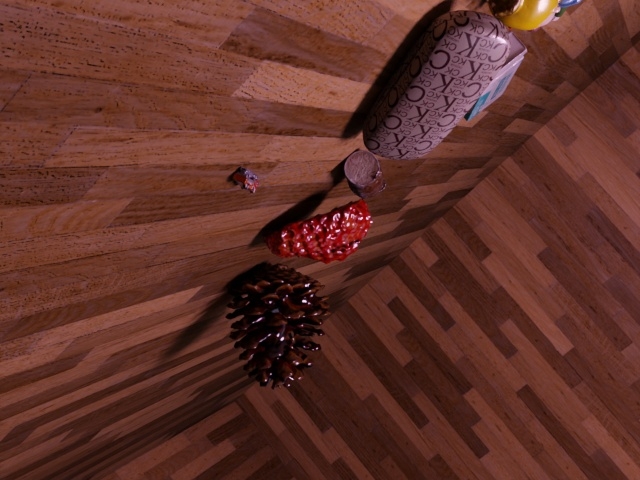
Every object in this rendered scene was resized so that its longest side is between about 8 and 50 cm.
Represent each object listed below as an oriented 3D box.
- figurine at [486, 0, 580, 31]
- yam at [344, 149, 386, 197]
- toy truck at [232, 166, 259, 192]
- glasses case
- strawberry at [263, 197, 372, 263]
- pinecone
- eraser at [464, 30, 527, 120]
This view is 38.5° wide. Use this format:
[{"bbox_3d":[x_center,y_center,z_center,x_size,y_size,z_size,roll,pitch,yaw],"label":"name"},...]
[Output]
[{"bbox_3d":[0.334,-0.394,1.505,0.234,0.127,0.185,-46,-177,-35],"label":"figurine"},{"bbox_3d":[0.090,-0.132,1.859,0.079,0.079,0.141,-40,169,-1],"label":"yam"},{"bbox_3d":[-0.113,-0.093,1.418,0.083,0.024,0.032,39,72,-77],"label":"toy truck"},{"bbox_3d":[0.184,-0.248,1.530,0.137,0.085,0.355,8,148,-20],"label":"glasses case"},{"bbox_3d":[0.000,0.000,1.878,0.236,0.111,0.190,-20,-177,-32],"label":"strawberry"},{"bbox_3d":[-0.093,0.197,2.072,0.246,0.292,0.246,-2,-173,0],"label":"pinecone"},{"bbox_3d":[0.310,-0.299,1.701,0.095,0.052,0.225,-38,170,-8],"label":"eraser"}]
